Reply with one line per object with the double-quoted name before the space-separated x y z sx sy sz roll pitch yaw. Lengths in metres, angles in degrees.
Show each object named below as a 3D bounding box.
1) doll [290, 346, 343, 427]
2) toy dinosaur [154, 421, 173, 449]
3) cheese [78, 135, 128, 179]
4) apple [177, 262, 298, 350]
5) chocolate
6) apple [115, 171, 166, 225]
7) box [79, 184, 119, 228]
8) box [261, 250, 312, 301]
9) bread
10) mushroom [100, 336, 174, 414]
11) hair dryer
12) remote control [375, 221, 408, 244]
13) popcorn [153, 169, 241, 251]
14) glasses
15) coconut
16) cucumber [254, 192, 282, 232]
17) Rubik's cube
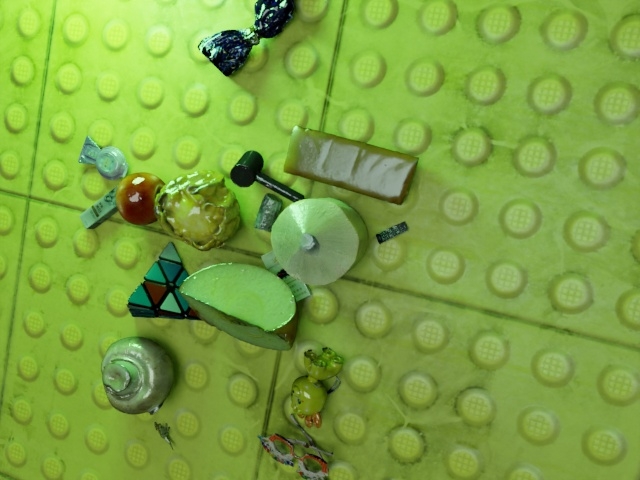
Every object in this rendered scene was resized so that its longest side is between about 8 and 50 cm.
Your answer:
"doll" -0.022 0.421 1.711 0.143 0.135 0.220 29 110 48
"toy dinosaur" -0.494 0.616 1.917 0.113 0.026 0.041 40 111 22
"cheese" -0.694 -0.258 1.931 0.191 0.042 0.105 25 99 18
"apple" -0.220 0.191 1.717 0.346 0.179 0.254 20 104 10
"chocolate" -0.184 -0.604 1.714 0.343 0.126 0.148 -35 44 10
"apple" -0.536 -0.127 1.824 0.139 0.163 0.163 -10 90 16
"box" -0.679 -0.114 1.934 0.218 0.039 0.055 -34 81 17
"box" -0.099 0.102 1.760 0.090 0.024 0.167 -28 85 19
"bread" 0.083 -0.206 1.655 0.361 0.077 0.138 18 97 17
"mushroom" -0.567 0.420 1.855 0.255 0.184 0.254 -3 78 15
"hair dryer" -0.129 -0.169 1.732 0.248 0.114 0.070 26 126 -3
"remote control" 0.198 -0.021 1.658 0.091 0.016 0.034 -26 69 18
"popcorn" -0.348 -0.092 1.749 0.250 0.190 0.250 0 93 -1
"glasses" -0.066 0.617 1.761 0.255 0.095 0.162 29 129 13
"coconut" 0.000 0.000 1.606 0.239 0.244 0.239 1 94 20
"cucumber" -0.154 -0.078 1.750 0.064 0.064 0.112 28 105 15
"Rubik's cube" -0.451 0.121 1.856 0.250 0.284 0.234 9 73 -7
